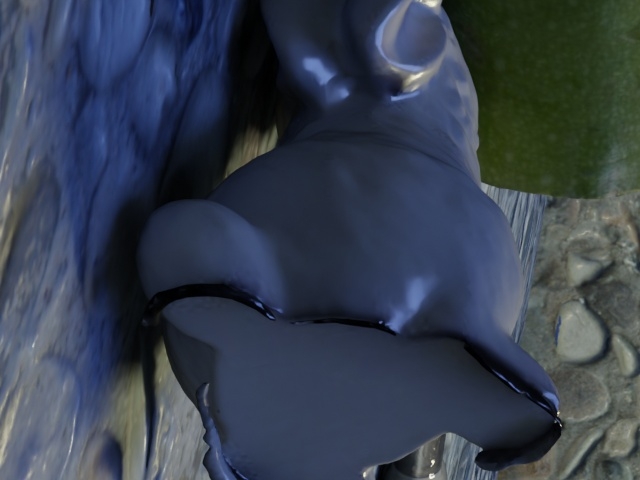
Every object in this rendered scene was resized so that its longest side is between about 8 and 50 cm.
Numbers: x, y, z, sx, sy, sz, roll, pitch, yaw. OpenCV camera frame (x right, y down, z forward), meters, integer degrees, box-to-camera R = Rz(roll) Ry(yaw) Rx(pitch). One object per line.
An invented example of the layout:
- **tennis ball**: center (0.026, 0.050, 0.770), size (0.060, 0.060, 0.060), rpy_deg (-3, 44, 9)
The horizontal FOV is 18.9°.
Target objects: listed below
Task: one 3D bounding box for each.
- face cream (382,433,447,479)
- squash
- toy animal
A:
- **face cream**: center (0.095, 0.298, 2.045), size (0.144, 0.071, 0.291), rpy_deg (-64, 163, -54)
- **squash**: center (0.156, -0.255, 1.202), size (0.263, 0.263, 0.384), rpy_deg (-66, 159, -48)
- **toy animal**: center (0.016, -0.027, 1.057), size (0.258, 0.194, 0.357), rpy_deg (56, 25, -39)
